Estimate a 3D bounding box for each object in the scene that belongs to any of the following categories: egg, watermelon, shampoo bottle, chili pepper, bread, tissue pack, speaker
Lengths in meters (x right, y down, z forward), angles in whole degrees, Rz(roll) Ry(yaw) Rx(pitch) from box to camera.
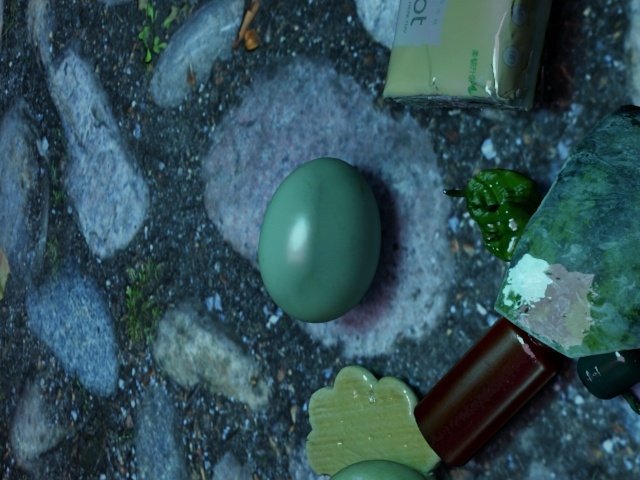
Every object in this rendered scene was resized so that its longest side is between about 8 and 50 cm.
[{"bbox_3d":[0.000,0.000,1.427,0.168,0.168,0.230,14,98,45],"label":"egg"},{"bbox_3d":[0.364,0.021,1.108,0.290,0.213,0.319,22,64,12],"label":"watermelon"},{"bbox_3d":[0.220,0.164,1.273,0.260,0.064,0.102,-54,54,31],"label":"shampoo bottle"},{"bbox_3d":[0.211,-0.037,1.213,0.100,0.257,0.074,-29,98,7],"label":"chili pepper"},{"bbox_3d":[0.076,0.269,1.437,0.251,0.039,0.181,8,95,45],"label":"bread"},{"bbox_3d":[0.192,-0.288,1.271,0.215,0.123,0.256,11,90,47],"label":"tissue pack"},{"bbox_3d":[0.344,0.151,1.165,0.094,0.060,0.075,43,126,-4],"label":"speaker"}]

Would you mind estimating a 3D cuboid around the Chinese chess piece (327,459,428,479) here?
[{"bbox_3d":[0.089,0.400,1.349,0.238,0.092,0.237,20,119,41],"label":"Chinese chess piece"}]
